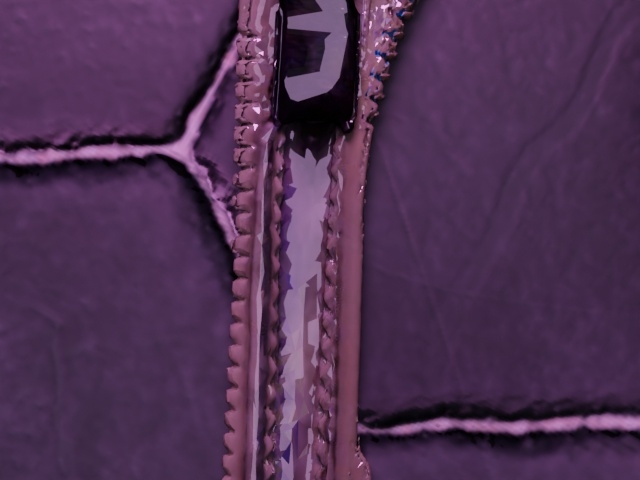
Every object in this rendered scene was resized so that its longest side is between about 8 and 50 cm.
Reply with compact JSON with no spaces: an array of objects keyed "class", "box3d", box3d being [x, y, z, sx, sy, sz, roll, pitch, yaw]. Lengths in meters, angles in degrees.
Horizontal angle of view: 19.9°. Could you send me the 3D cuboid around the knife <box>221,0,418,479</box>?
[{"class":"knife","box3d":[-0.001,0.000,0.811,0.089,0.043,0.365,5,89,3]}]
